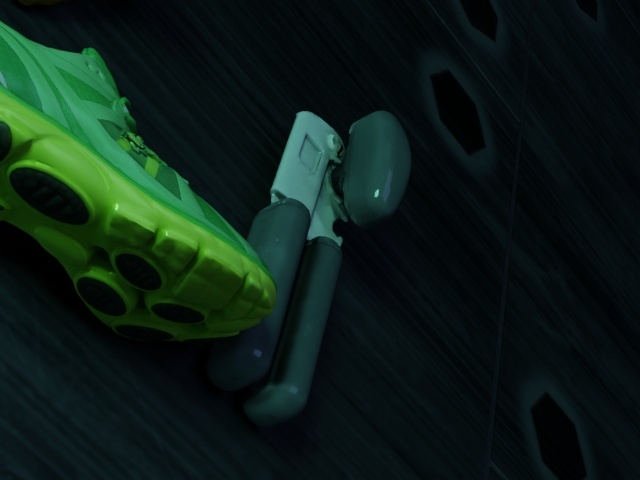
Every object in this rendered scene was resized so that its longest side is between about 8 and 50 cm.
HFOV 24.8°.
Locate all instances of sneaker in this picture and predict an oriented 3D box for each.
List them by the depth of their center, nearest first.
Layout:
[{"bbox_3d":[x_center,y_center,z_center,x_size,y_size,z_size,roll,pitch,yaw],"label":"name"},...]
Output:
[{"bbox_3d":[-0.124,-0.043,0.824,0.295,0.109,0.123,42,40,-34],"label":"sneaker"}]

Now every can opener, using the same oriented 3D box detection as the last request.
[{"bbox_3d":[0.000,0.000,1.006,0.076,0.095,0.283,48,33,-25],"label":"can opener"}]

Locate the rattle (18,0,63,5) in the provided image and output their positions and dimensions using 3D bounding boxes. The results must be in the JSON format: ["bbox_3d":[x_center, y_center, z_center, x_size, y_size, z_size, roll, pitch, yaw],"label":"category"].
[{"bbox_3d":[-0.176,-0.248,0.980,0.199,0.143,0.130,57,-6,17],"label":"rattle"}]
